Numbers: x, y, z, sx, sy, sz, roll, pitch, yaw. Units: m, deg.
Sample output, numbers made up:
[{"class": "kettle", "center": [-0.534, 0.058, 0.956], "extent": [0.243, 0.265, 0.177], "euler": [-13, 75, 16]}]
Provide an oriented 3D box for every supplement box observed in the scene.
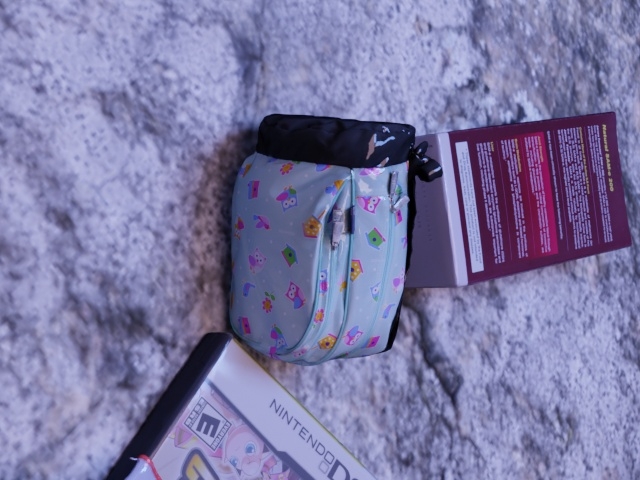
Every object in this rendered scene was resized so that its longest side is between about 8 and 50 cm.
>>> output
[{"class": "supplement box", "center": [0.171, -0.039, 1.021], "extent": [0.239, 0.073, 0.130], "euler": [-9, 93, -38]}]

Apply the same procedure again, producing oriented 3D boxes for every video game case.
[{"class": "video game case", "center": [-0.066, 0.249, 0.831], "extent": [0.248, 0.035, 0.275], "euler": [48, 59, -26]}]

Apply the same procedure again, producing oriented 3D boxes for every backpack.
[{"class": "backpack", "center": [0.000, 0.000, 0.848], "extent": [0.115, 0.152, 0.182], "euler": [-1, 99, -34]}]

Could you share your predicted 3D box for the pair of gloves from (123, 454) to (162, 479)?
[{"class": "pair of gloves", "center": [-0.124, 0.235, 0.729], "extent": [0.159, 0.023, 0.198], "euler": [-44, 117, -47]}]
